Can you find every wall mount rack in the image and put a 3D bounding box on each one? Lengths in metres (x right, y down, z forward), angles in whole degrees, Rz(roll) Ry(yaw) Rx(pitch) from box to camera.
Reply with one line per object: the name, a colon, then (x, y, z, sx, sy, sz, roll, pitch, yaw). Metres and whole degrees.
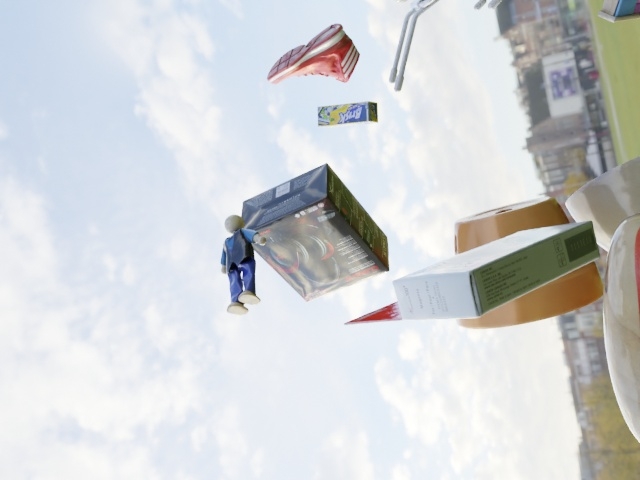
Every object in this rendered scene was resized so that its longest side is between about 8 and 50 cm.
wall mount rack: (0.250, -0.486, 1.695, 0.130, 0.304, 0.350, 51, -168, -11)

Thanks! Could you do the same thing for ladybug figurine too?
ladybug figurine: (0.570, 0.135, 1.191, 0.305, 0.162, 0.449, 46, -134, -29)

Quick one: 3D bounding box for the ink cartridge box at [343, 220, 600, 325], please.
ink cartridge box: (0.197, 0.043, 1.009, 0.275, 0.239, 0.060, -17, -85, -40)

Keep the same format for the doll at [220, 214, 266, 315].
doll: (-0.139, 0.032, 1.323, 0.046, 0.129, 0.188, 19, -136, -36)

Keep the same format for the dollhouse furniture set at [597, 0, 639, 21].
dollhouse furniture set: (0.807, -0.529, 1.590, 0.303, 0.287, 0.198, 46, 141, 40)

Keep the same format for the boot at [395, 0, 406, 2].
boot: (0.227, -0.609, 1.559, 0.095, 0.123, 0.258, -4, -57, -37)

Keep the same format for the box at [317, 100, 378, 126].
box: (0.075, -0.350, 2.094, 0.054, 0.169, 0.059, -7, -84, -56)

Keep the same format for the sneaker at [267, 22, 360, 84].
sneaker: (-0.008, -0.387, 1.720, 0.128, 0.221, 0.087, 46, -142, -29)

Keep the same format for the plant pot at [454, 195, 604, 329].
plant pot: (0.384, 0.035, 1.476, 0.291, 0.291, 0.203, -25, -80, -68)

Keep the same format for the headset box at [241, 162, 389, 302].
headset box: (0.000, 0.000, 1.618, 0.293, 0.218, 0.110, 48, -150, -38)

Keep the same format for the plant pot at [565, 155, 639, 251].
plant pot: (0.690, -0.054, 1.575, 0.284, 0.284, 0.190, 17, -132, -66)
